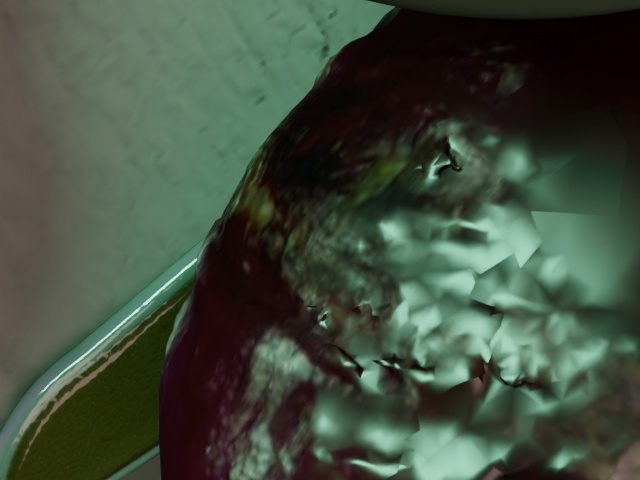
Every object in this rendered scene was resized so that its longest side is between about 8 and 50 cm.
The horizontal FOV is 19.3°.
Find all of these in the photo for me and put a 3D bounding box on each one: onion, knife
[{"bbox_3d":[0.102,0.088,0.609,0.260,0.282,0.337,-56,135,-3],"label":"onion"},{"bbox_3d":[0.001,0.001,0.702,0.343,0.027,0.061,-39,118,1],"label":"knife"}]

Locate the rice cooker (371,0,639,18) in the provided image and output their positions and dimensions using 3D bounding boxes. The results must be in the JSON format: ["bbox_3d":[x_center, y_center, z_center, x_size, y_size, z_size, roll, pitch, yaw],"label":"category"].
[{"bbox_3d":[0.039,-0.253,0.461,0.335,0.325,0.335,-8,125,-11],"label":"rice cooker"}]
